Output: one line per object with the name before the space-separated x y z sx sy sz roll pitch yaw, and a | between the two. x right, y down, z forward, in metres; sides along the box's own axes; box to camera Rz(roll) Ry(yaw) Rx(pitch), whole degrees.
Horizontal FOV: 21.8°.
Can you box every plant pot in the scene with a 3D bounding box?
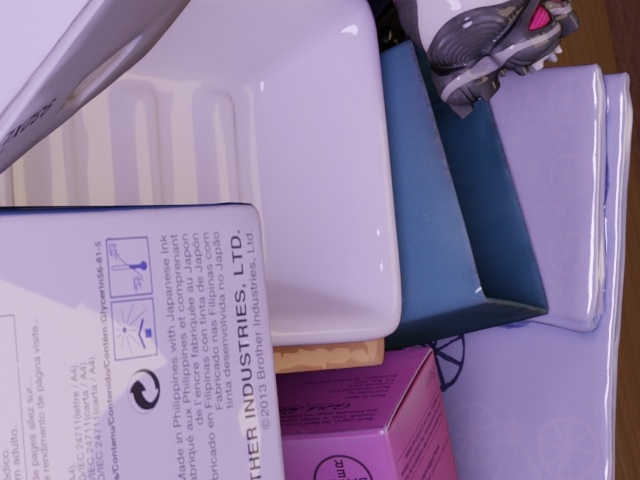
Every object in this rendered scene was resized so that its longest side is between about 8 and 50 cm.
plant pot | 0.000 0.000 1.081 0.165 0.234 0.166 14 59 -68

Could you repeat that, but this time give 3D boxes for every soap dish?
soap dish | -0.093 -0.037 0.898 0.291 0.118 0.229 0 83 -43

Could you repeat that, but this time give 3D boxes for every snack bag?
snack bag | 0.076 0.049 1.199 0.037 0.323 0.343 -1 93 -48

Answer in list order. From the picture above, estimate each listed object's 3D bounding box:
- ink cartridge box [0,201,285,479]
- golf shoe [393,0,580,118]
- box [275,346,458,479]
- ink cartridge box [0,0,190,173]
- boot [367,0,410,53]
ink cartridge box | -0.188 0.125 0.577 0.395 0.151 0.270 -4 88 -52
golf shoe | 0.100 -0.173 1.029 0.120 0.105 0.273 52 17 -9
box | -0.024 0.204 1.007 0.117 0.213 0.243 -51 132 -63
ink cartridge box | -0.176 -0.186 0.603 0.307 0.129 0.223 42 28 -4
boot | 0.093 -0.275 1.284 0.146 0.367 0.445 45 17 8
